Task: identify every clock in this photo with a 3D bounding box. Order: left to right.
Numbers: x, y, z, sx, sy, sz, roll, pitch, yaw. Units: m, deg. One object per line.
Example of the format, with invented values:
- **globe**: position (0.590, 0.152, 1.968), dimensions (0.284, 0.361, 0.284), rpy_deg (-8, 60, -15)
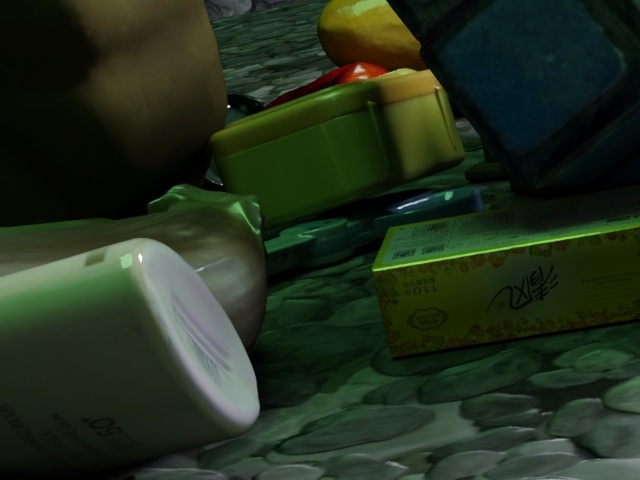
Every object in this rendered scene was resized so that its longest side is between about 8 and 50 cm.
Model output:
- **clock**: position (0.016, -0.075, 1.579), dimensions (0.143, 0.096, 0.202), rpy_deg (-15, 3, 28)

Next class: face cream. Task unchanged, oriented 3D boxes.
- **face cream**: position (-0.218, 0.091, 0.994), dimensions (0.348, 0.081, 0.173), rpy_deg (-15, -29, 11)

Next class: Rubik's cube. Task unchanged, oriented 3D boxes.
- **Rubik's cube**: position (0.208, -0.257, 1.299), dimensions (0.362, 0.359, 0.363), rpy_deg (-42, -17, 13)

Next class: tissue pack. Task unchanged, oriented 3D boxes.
- **tissue pack**: position (0.126, 0.018, 1.206), dimensions (0.176, 0.062, 0.095), rpy_deg (-9, 15, 11)

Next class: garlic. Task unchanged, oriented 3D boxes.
- **garlic**: position (-0.161, 0.049, 1.179), dimensions (0.325, 0.132, 0.279), rpy_deg (-18, 9, -33)

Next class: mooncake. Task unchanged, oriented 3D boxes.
- **mooncake**: position (-0.271, -0.126, 1.555), dimensions (0.378, 0.378, 0.201), rpy_deg (-7, 23, 25)

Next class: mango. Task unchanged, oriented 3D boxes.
- **mango**: position (0.168, -0.220, 2.014), dimensions (0.331, 0.142, 0.195), rpy_deg (-4, -4, 8)

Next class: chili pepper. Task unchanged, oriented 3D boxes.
- **chili pepper**: position (0.019, -0.117, 1.904), dimensions (0.137, 0.092, 0.368), rpy_deg (-25, 5, -6)

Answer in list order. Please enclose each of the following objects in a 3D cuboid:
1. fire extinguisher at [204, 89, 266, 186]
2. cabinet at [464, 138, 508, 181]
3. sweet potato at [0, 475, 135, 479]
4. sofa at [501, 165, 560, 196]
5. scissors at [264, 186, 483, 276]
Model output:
- **fire extinguisher**: position (-0.137, -0.109, 1.979), dimensions (0.118, 0.093, 0.294), rpy_deg (-58, 22, -8)
- **cabinet**: position (0.219, -0.165, 1.679), dimensions (0.148, 0.175, 0.215), rpy_deg (-4, 14, 35)
- **sweet potato**: position (-0.147, 0.136, 0.971), dimensions (0.117, 0.049, 0.049), rpy_deg (-16, 13, -10)
- **sofa**: position (0.172, -0.110, 1.536), dimensions (0.060, 0.147, 0.085), rpy_deg (-14, 11, -25)
- **scissors**: position (0.000, 0.000, 1.488), dimensions (0.256, 0.030, 0.125), rpy_deg (-18, 11, -31)
